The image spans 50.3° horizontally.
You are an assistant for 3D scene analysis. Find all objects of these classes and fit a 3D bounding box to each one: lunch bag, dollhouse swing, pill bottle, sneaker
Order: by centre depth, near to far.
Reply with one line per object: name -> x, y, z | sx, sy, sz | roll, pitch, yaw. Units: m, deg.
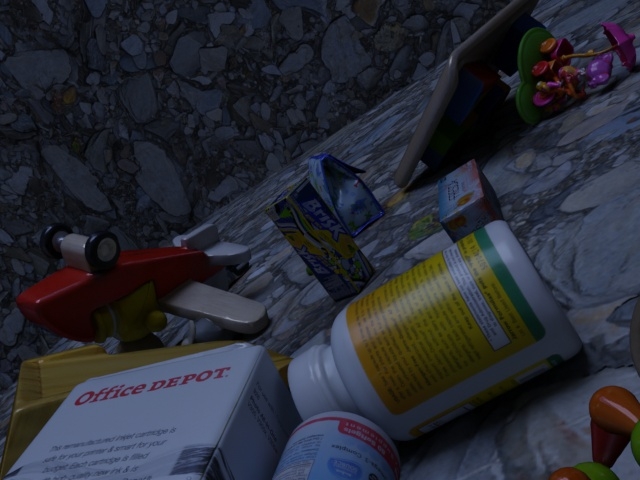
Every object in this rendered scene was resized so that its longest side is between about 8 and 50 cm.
pill bottle -> -0.001, 0.191, 0.438 | 0.087, 0.087, 0.160 | -30, 14, 25
pill bottle -> 0.083, 0.084, 0.537 | 0.208, 0.118, 0.118 | -33, 13, 15
dollhouse swing -> -0.226, 0.270, 0.831 | 0.346, 0.304, 0.316 | 174, 106, -66
lunch bag -> 0.036, -0.094, 1.258 | 0.096, 0.151, 0.129 | -38, 12, -7
sneaker -> -0.268, 0.107, 1.538 | 0.132, 0.086, 0.228 | -31, 2, 45

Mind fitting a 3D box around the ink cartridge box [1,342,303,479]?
ink cartridge box -> -0.144, 0.223, 0.488 | 0.211, 0.122, 0.289 | -15, 25, 24

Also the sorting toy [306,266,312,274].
sorting toy -> 0.005, 0.013, 1.198 | 0.102, 0.042, 0.061 | -40, 13, -15

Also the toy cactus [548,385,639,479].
toy cactus -> 0.138, 0.151, 0.244 | 0.181, 0.112, 0.219 | -57, 17, -5

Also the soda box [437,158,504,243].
soda box -> 0.190, -0.045, 0.869 | 0.063, 0.058, 0.183 | -32, 12, 19

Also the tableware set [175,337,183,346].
tableware set -> -0.293, 0.209, 1.325 | 0.154, 0.024, 0.104 | -23, 18, 48

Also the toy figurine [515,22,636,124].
toy figurine -> 0.402, -0.269, 1.055 | 0.159, 0.130, 0.173 | -3, 56, 53

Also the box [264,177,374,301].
box -> 0.000, 0.000, 0.958 | 0.054, 0.169, 0.059 | -25, 17, 42

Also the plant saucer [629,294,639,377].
plant saucer -> 0.305, 0.020, 0.355 | 0.277, 0.041, 0.278 | -35, 12, 9

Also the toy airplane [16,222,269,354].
toy airplane -> -0.299, 0.107, 1.209 | 0.384, 0.273, 0.386 | 3, 6, -11

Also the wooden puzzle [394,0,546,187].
wooden puzzle -> 0.281, -0.272, 1.210 | 0.348, 0.080, 0.322 | -48, -12, -29
